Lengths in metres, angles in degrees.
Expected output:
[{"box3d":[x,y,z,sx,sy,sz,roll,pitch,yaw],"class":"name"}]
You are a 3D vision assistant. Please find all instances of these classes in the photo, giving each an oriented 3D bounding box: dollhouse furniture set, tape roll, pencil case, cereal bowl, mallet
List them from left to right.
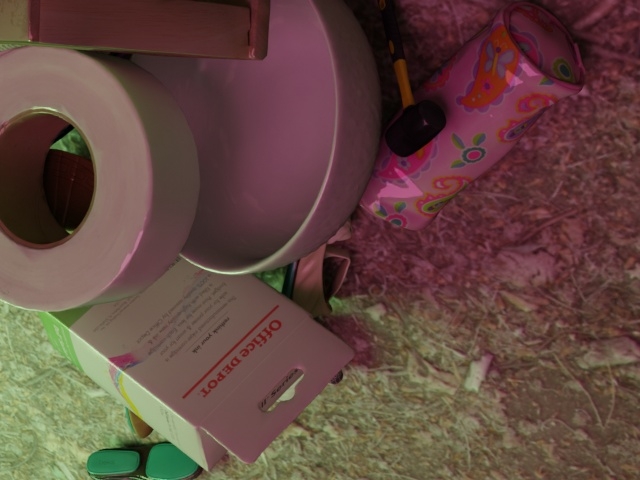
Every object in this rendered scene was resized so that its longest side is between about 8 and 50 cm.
[{"box3d":[-0.276,-0.068,1.263,0.286,0.100,0.286,1,93,25],"class":"tape roll"},{"box3d":[-0.188,-0.377,1.099,0.362,0.256,0.394,11,100,47],"class":"dollhouse furniture set"},{"box3d":[-0.059,-0.134,1.275,0.339,0.141,0.339,2,93,41],"class":"cereal bowl"},{"box3d":[0.089,-0.182,1.206,0.039,0.190,0.062,9,156,-36],"class":"mallet"},{"box3d":[0.152,-0.124,1.242,0.124,0.124,0.284,41,129,-5],"class":"pencil case"}]

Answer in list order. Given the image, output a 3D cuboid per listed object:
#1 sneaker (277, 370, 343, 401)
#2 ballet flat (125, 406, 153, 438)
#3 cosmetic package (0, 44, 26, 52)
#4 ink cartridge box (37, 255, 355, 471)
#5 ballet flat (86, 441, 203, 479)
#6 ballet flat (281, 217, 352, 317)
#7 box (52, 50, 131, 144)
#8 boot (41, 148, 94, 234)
[{"box3d":[-0.081,0.186,1.583,0.235,0.090,0.095,-20,121,35],"class":"sneaker"},{"box3d":[-0.254,0.191,1.672,0.073,0.080,0.232,-4,122,10],"class":"ballet flat"},{"box3d":[-0.362,-0.272,1.384,0.160,0.113,0.309,31,130,3],"class":"cosmetic package"},{"box3d":[-0.149,0.131,1.424,0.353,0.207,0.119,34,151,24],"class":"ink cartridge box"},{"box3d":[-0.260,0.350,1.792,0.203,0.074,0.074,-4,120,20],"class":"ballet flat"},{"box3d":[0.000,0.000,1.430,0.086,0.086,0.248,19,129,13],"class":"ballet flat"},{"box3d":[-0.284,-0.184,1.403,0.029,0.116,0.162,41,129,-1],"class":"box"},{"box3d":[-0.304,-0.049,1.448,0.262,0.203,0.095,2,84,28],"class":"boot"}]
